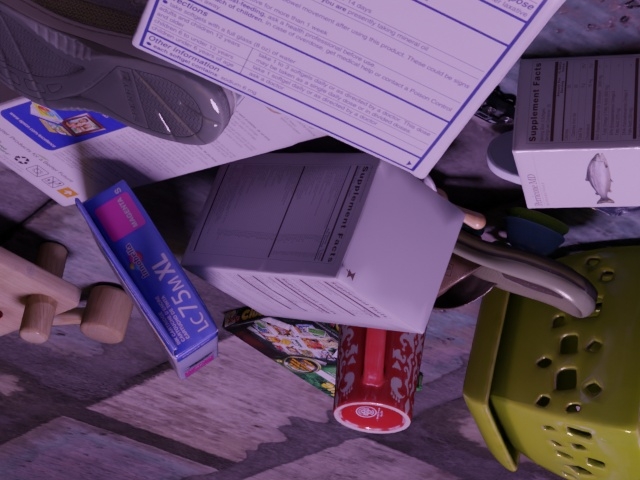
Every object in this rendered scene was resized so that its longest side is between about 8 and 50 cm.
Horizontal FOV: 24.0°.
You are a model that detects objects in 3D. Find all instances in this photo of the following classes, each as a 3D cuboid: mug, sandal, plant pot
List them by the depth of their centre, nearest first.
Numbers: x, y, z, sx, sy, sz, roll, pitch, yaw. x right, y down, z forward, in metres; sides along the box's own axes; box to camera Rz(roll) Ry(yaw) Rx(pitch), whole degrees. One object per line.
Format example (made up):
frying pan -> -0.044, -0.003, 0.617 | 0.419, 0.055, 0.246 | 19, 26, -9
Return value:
sandal -> 0.141, 0.036, 1.596 | 0.302, 0.086, 0.120 | 18, 173, 28
plant pot -> 0.285, 0.145, 1.699 | 0.207, 0.228, 0.227 | 5, 152, 22
mug -> 0.059, 0.124, 1.764 | 0.113, 0.169, 0.150 | -10, 147, 31

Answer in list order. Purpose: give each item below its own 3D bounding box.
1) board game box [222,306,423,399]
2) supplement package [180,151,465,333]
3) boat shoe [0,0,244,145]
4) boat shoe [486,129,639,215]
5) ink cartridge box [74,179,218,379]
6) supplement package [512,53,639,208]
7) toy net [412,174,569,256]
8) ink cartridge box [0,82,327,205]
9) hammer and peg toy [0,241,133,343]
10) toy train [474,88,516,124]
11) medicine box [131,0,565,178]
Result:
board game box -> 0.006, 0.146, 1.966 | 0.136, 0.030, 0.259 | -17, 143, 34
supplement package -> 0.000, 0.000, 1.519 | 0.134, 0.139, 0.244 | 33, 162, -38
boat shoe -> -0.198, -0.180, 1.316 | 0.320, 0.103, 0.118 | 20, 143, 24
boat shoe -> 0.254, -0.061, 1.486 | 0.183, 0.065, 0.083 | 4, 150, 6
ink cartridge box -> -0.177, 0.045, 1.591 | 0.065, 0.186, 0.311 | -32, 174, -6
supplement package -> 0.272, -0.099, 1.371 | 0.179, 0.105, 0.105 | -1, 151, 17
toy net -> 0.144, -0.036, 1.593 | 0.232, 0.045, 0.122 | 24, 174, -21
ink cartridge box -> -0.172, -0.131, 1.471 | 0.371, 0.069, 0.176 | -10, 146, 35
hammer and peg toy -> -0.425, 0.074, 1.841 | 0.266, 0.127, 0.361 | -19, 141, 40
toy train -> 0.119, -0.146, 1.409 | 0.158, 0.027, 0.036 | 25, 158, -29
medicine box -> 0.029, -0.217, 1.129 | 0.263, 0.149, 0.289 | 25, 149, -7
